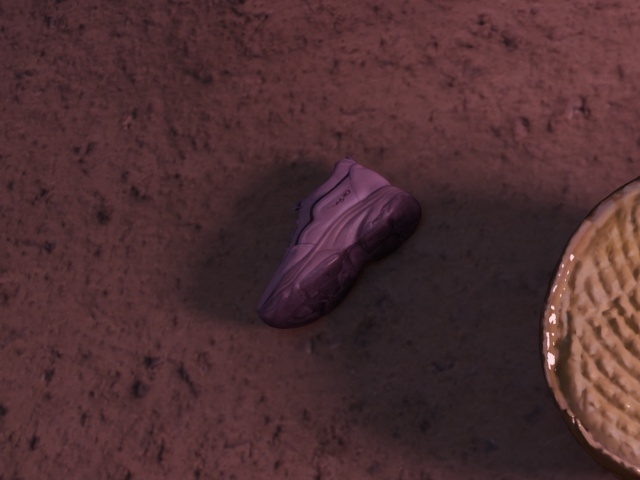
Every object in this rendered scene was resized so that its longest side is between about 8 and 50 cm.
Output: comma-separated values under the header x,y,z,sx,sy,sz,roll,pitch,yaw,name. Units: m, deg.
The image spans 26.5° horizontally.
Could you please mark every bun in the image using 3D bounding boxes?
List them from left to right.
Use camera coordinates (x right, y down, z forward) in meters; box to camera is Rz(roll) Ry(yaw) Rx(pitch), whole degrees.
x,y,z,sx,sy,sz,roll,pitch,yaw,name
0.416,0.101,1.405,0.364,0.202,0.364,-7,70,21,bun

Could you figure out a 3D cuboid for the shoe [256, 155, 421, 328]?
x,y,z,sx,sy,sz,roll,pitch,yaw,name
0.000,0.000,1.727,0.245,0.095,0.137,-42,52,-1,shoe
